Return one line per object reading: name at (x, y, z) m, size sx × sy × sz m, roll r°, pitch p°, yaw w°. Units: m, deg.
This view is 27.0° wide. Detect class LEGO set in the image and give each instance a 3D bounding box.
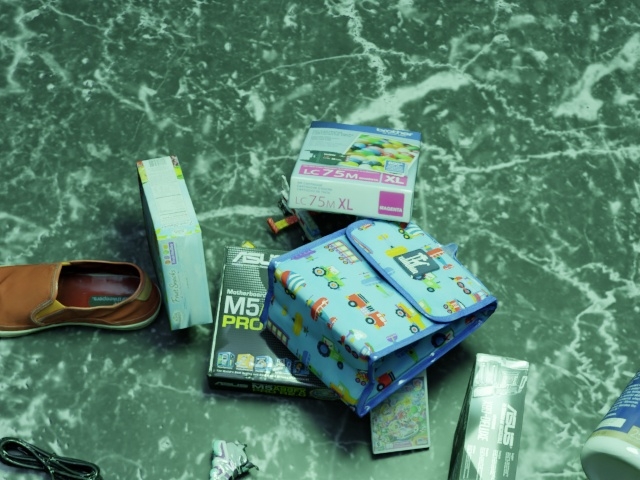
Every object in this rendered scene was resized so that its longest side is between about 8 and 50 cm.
LEGO set at (0.000, 0.000, 2.107) m, size 0.244 × 0.060 × 0.182 m, roll 12°, pitch 53°, yaw 5°

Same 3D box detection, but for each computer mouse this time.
computer mouse at (-0.431, 0.383, 1.824) m, size 0.184 × 0.060 × 0.262 m, roll 21°, pitch 57°, yaw 10°

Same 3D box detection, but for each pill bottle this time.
pill bottle at (0.500, 0.254, 1.905) m, size 0.153 × 0.153 × 0.264 m, roll 33°, pitch 61°, yaw 18°

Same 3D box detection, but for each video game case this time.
video game case at (0.113, 0.243, 1.927) m, size 0.087 × 0.011 × 0.122 m, roll -5°, pitch 95°, yaw -14°

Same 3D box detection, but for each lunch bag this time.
lunch bag at (0.097, 0.082, 1.928) m, size 0.293 × 0.138 × 0.221 m, roll -28°, pitch 57°, yaw -34°

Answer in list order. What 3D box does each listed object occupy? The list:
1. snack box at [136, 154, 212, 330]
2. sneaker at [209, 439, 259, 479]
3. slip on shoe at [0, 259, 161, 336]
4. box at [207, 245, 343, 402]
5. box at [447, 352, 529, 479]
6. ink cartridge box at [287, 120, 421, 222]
snack box at (-0.219, 0.001, 1.989) m, size 0.070 × 0.174 × 0.207 m, roll -12°, pitch 38°, yaw -11°
sneaker at (-0.121, 0.328, 1.890) m, size 0.069 × 0.038 × 0.098 m, roll 3°, pitch 57°, yaw 0°
slip on shoe at (-0.408, 0.076, 2.008) m, size 0.331 × 0.101 × 0.123 m, roll 1°, pitch 58°, yaw -1°
box at (-0.024, 0.127, 2.001) m, size 0.270 × 0.060 × 0.216 m, roll 6°, pitch 65°, yaw 1°
box at (0.208, 0.341, 1.778) m, size 0.077 × 0.242 × 0.307 m, roll 11°, pitch 56°, yaw 4°
ink cartridge box at (0.061, -0.121, 2.100) m, size 0.186 × 0.065 × 0.311 m, roll 7°, pitch 22°, yaw 4°
